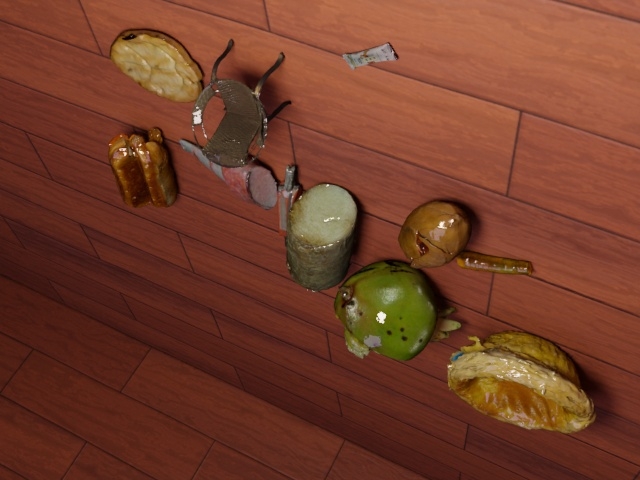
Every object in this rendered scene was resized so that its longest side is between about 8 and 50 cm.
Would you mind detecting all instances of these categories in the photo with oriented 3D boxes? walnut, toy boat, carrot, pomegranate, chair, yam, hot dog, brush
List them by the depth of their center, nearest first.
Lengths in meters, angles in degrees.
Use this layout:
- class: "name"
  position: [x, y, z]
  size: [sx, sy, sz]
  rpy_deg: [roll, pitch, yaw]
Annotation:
- class: "chair"
  position: [-0.162, -0.263, 1.649]
  size: [0.174, 0.213, 0.149]
  rpy_deg: [19, 157, 20]
- class: "walnut"
  position: [0.239, -0.013, 1.749]
  size: [0.137, 0.137, 0.245]
  rpy_deg: [34, 162, -6]
- class: "carrot"
  position: [0.381, 0.051, 1.804]
  size: [0.170, 0.042, 0.042]
  rpy_deg: [7, 144, 35]
- class: "yam"
  position: [0.000, 0.000, 1.983]
  size: [0.168, 0.168, 0.304]
  rpy_deg: [26, 155, 11]
- class: "brush"
  position: [-0.077, -0.086, 2.016]
  size: [0.051, 0.070, 0.323]
  rpy_deg: [24, 150, 12]
- class: "pomegranate"
  position: [0.190, 0.178, 2.020]
  size: [0.340, 0.261, 0.260]
  rpy_deg: [9, 164, -29]
- class: "toy boat"
  position: [-0.234, -0.173, 2.029]
  size: [0.282, 0.096, 0.206]
  rpy_deg: [26, 169, 31]
- class: "hot dog"
  position: [-0.469, -0.190, 2.187]
  size: [0.158, 0.117, 0.349]
  rpy_deg: [1, 158, -2]

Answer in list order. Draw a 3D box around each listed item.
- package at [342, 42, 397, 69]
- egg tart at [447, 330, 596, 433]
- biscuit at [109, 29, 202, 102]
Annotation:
- class: "package"
  position: [0.088, -0.330, 1.484]
  size: [0.110, 0.015, 0.037]
  rpy_deg: [-1, 134, 45]
- class: "egg tart"
  position: [0.499, 0.344, 2.042]
  size: [0.387, 0.169, 0.388]
  rpy_deg: [22, 154, 11]
- class: "biscuit"
  position: [-0.368, -0.391, 1.831]
  size: [0.260, 0.041, 0.203]
  rpy_deg: [15, 152, 31]
